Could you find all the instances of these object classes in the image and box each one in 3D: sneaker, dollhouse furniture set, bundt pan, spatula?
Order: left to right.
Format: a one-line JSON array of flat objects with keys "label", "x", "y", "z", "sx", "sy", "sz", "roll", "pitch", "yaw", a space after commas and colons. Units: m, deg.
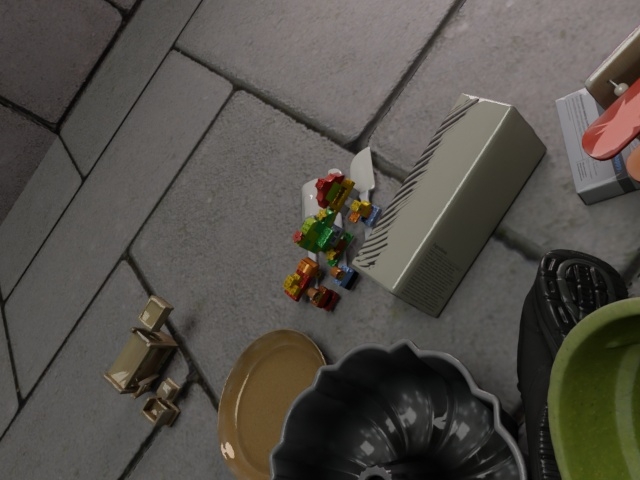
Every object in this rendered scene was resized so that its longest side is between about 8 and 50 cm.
[{"label": "dollhouse furniture set", "x": -0.285, "y": 0.227, "z": 1.074, "sx": 0.161, "sy": 0.101, "sz": 0.182, "roll": 33, "pitch": 92, "yaw": 23}, {"label": "spatula", "x": 0.029, "y": -0.023, "z": 0.945, "sx": 0.168, "sy": 0.019, "sz": 0.242, "roll": -23, "pitch": 57, "yaw": 32}, {"label": "bundt pan", "x": 0.095, "y": 0.285, "z": 0.628, "sx": 0.330, "sy": 0.124, "sz": 0.331, "roll": -23, "pitch": 53, "yaw": 34}, {"label": "sneaker", "x": 0.245, "y": 0.152, "z": 0.553, "sx": 0.109, "sy": 0.130, "sz": 0.286, "roll": 14, "pitch": 54, "yaw": 5}]

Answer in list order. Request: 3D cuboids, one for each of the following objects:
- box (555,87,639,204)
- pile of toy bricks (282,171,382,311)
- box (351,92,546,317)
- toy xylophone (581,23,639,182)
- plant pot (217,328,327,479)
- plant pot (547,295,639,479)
[{"label": "box", "x": 0.382, "y": -0.137, "z": 0.655, "sx": 0.186, "sy": 0.038, "sz": 0.145, "roll": -19, "pitch": 56, "yaw": 34}, {"label": "pile of toy bricks", "x": 0.000, "y": 0.000, "z": 0.872, "sx": 0.118, "sy": 0.105, "sz": 0.212, "roll": 33, "pitch": 94, "yaw": 45}, {"label": "box", "x": 0.170, "y": -0.045, "z": 0.752, "sx": 0.275, "sy": 0.113, "sz": 0.094, "roll": -57, "pitch": 41, "yaw": 1}, {"label": "toy xylophone", "x": 0.421, "y": -0.113, "z": 0.520, "sx": 0.323, "sy": 0.081, "sz": 0.236, "roll": 47, "pitch": 111, "yaw": 33}, {"label": "plant pot", "x": -0.068, "y": 0.254, "z": 0.869, "sx": 0.236, "sy": 0.032, "sz": 0.236, "roll": -23, "pitch": 53, "yaw": 35}, {"label": "plant pot", "x": 0.339, "y": 0.132, "z": 0.352, "sx": 0.253, "sy": 0.276, "sz": 0.276, "roll": -16, "pitch": 43, "yaw": -16}]
